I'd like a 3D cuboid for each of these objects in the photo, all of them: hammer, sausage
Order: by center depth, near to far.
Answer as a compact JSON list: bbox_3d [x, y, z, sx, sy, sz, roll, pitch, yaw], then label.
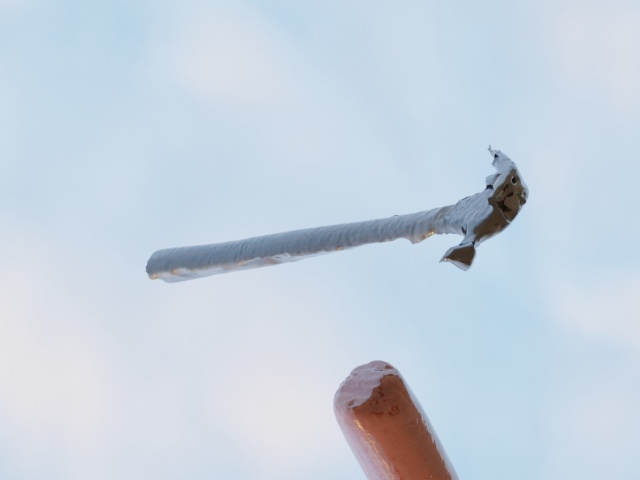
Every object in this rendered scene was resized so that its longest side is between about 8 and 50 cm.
[{"bbox_3d":[0.000,-0.001,1.080,0.125,0.297,0.027,-48,-63,-44],"label":"hammer"},{"bbox_3d":[0.059,0.158,1.268,0.062,0.062,0.154,-45,-55,-27],"label":"sausage"}]
